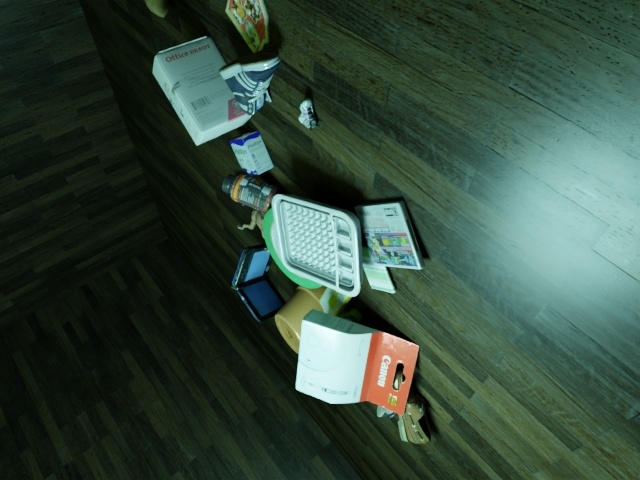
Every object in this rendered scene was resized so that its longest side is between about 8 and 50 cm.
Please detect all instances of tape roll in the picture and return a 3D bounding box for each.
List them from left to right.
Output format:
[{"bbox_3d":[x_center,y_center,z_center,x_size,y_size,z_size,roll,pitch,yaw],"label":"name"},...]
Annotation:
[{"bbox_3d":[-0.068,0.012,1.627,0.321,0.077,0.321,30,136,33],"label":"tape roll"}]

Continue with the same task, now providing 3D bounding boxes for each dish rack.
[{"bbox_3d":[0.000,0.000,1.419,0.332,0.072,0.286,19,128,36],"label":"dish rack"}]

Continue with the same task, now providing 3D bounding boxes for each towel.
[{"bbox_3d":[0.171,0.085,1.414,0.113,0.023,0.152,6,123,57],"label":"towel"}]

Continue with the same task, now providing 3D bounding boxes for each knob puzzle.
[{"bbox_3d":[-0.199,-0.612,1.249,0.213,0.030,0.213,42,151,30],"label":"knob puzzle"}]

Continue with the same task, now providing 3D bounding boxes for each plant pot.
[{"bbox_3d":[-0.049,0.327,1.888,0.291,0.203,0.291,42,151,30],"label":"plant pot"}]

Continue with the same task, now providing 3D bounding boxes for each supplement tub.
[{"bbox_3d":[-0.254,-0.177,1.693,0.197,0.106,0.106,21,147,7],"label":"supplement tub"}]

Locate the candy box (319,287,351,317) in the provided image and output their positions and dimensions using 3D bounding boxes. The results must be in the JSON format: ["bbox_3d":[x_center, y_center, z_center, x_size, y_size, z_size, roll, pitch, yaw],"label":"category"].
[{"bbox_3d":[0.054,0.210,1.685,0.105,0.027,0.206,66,149,29],"label":"candy box"}]

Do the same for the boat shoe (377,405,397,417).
[{"bbox_3d":[0.290,0.672,1.869,0.064,0.075,0.206,14,147,-8],"label":"boat shoe"}]

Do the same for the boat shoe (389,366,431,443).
[{"bbox_3d":[0.325,0.580,1.638,0.104,0.111,0.307,-3,114,33],"label":"boat shoe"}]

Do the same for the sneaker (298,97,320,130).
[{"bbox_3d":[-0.024,-0.334,1.253,0.069,0.038,0.098,50,164,11],"label":"sneaker"}]

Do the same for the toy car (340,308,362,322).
[{"bbox_3d":[0.124,0.375,1.708,0.188,0.155,0.149,45,156,-3],"label":"toy car"}]

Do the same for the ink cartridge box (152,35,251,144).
[{"bbox_3d":[-0.384,-0.491,1.523,0.283,0.207,0.117,59,154,-3],"label":"ink cartridge box"}]

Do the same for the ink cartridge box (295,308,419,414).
[{"bbox_3d":[0.110,0.431,1.565,0.384,0.091,0.308,16,117,20],"label":"ink cartridge box"}]

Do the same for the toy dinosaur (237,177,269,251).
[{"bbox_3d":[-0.212,-0.085,1.805,0.295,0.127,0.200,43,146,17],"label":"toy dinosaur"}]

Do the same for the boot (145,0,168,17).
[{"bbox_3d":[-0.525,-0.849,1.513,0.236,0.089,0.269,61,157,17],"label":"boot"}]

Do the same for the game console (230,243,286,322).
[{"bbox_3d":[-0.217,0.160,1.894,0.173,0.293,0.250,23,101,15],"label":"game console"}]

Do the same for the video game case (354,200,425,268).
[{"bbox_3d":[0.182,-0.014,1.247,0.201,0.023,0.183,1,114,61],"label":"video game case"}]

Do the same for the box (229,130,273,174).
[{"bbox_3d":[-0.247,-0.309,1.648,0.126,0.072,0.137,13,131,56],"label":"box"}]

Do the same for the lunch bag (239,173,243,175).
[{"bbox_3d":[-0.320,-0.222,1.912,0.071,0.053,0.083,49,129,19],"label":"lunch bag"}]

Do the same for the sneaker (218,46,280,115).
[{"bbox_3d":[-0.175,-0.445,1.318,0.282,0.099,0.153,16,140,52],"label":"sneaker"}]
